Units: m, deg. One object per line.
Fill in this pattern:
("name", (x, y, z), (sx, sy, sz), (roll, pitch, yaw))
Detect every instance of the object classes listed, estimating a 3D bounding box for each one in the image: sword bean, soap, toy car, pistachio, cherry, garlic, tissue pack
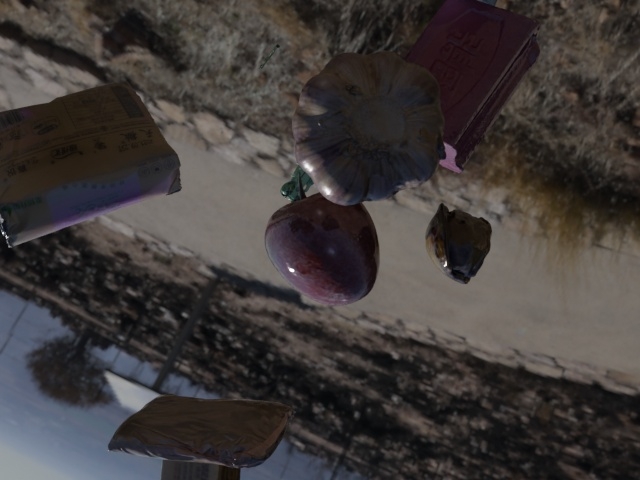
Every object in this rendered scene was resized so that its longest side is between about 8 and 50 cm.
("sword bean", (-0.121, -0.439, 1.944), (0.012, 0.012, 0.083), (32, 136, -15))
("soap", (0.300, -0.350, 1.793), (0.233, 0.359, 0.128), (29, 165, 28))
("toy car", (-0.044, -0.161, 2.068), (0.054, 0.143, 0.073), (30, 174, 47))
("pistachio", (0.265, 0.004, 1.577), (0.130, 0.210, 0.165), (-23, 92, 24))
("cherry", (0.000, 0.000, 1.620), (0.236, 0.212, 0.285), (-144, 30, -74))
("garlic", (0.069, -0.167, 1.240), (0.245, 0.245, 0.160), (30, 173, -9))
("tissue pack", (-0.356, -0.123, 1.170), (0.215, 0.256, 0.123), (54, 158, 34))

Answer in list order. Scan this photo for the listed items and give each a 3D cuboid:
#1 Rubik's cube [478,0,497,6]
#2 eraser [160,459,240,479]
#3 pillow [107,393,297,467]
("Rubik's cube", (0.309, -0.683, 1.851), (0.221, 0.225, 0.231), (28, -167, 27))
("eraser", (-0.225, 0.469, 1.506), (0.144, 0.343, 0.078), (-4, 166, 32))
("pillow", (-0.189, 0.306, 1.340), (0.270, 0.173, 0.067), (3, 112, 15))
